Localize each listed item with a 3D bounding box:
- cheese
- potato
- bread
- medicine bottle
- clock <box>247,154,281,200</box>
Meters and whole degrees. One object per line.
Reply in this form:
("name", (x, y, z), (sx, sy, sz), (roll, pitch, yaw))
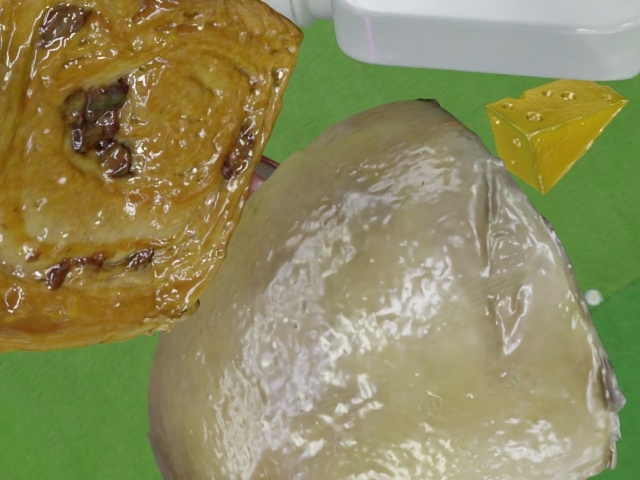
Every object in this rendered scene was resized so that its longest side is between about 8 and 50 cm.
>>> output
("cheese", (0.328, -0.169, 1.432), (0.171, 0.093, 0.126), (-36, 138, -9))
("potato", (0.008, 0.064, 0.624), (0.264, 0.211, 0.189), (-25, 121, -7))
("bread", (-0.116, -0.049, 0.391), (0.143, 0.149, 0.158), (34, 103, 31))
("medicine bottle", (0.095, -0.205, 0.772), (0.296, 0.111, 0.161), (7, 61, 13))
("clock", (0.000, 0.000, 1.198), (0.318, 0.318, 0.080), (33, 98, -8))
